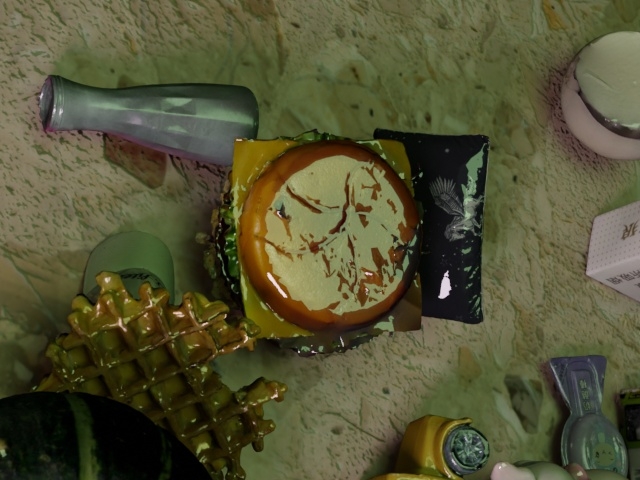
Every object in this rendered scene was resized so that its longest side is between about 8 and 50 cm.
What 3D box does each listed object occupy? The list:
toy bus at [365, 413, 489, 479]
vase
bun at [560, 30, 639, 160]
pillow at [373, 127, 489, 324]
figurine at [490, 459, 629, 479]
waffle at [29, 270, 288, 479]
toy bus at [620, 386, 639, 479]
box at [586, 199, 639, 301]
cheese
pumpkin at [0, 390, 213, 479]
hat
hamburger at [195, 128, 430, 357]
[{"bbox_3d":[0.088,0.345,1.335,0.123,0.121,0.335,14,68,-15],"label":"toy bus"},{"bbox_3d":[-0.175,-0.127,1.332,0.214,0.086,0.086,5,73,-27],"label":"vase"},{"bbox_3d":[0.391,-0.178,1.683,0.173,0.120,0.173,2,66,-5],"label":"bun"},{"bbox_3d":[0.118,-0.017,1.439,0.055,0.141,0.208,-2,97,-75],"label":"pillow"},{"bbox_3d":[0.237,0.292,1.416,0.235,0.155,0.127,21,78,-31],"label":"figurine"},{"bbox_3d":[-0.154,0.150,1.211,0.229,0.051,0.231,22,102,-21],"label":"waffle"},{"bbox_3d":[0.517,0.250,1.647,0.302,0.113,0.139,9,75,-32],"label":"toy bus"},{"bbox_3d":[0.532,0.043,1.651,0.330,0.210,0.095,24,64,-25],"label":"box"},{"bbox_3d":[0.322,0.232,1.564,0.105,0.042,0.191,-1,74,-34],"label":"cheese"},{"bbox_3d":[-0.224,0.280,1.065,0.323,0.241,0.323,-1,92,-26],"label":"pumpkin"},{"bbox_3d":[-0.170,0.070,1.282,0.122,0.081,0.166,23,54,-28],"label":"hat"},{"bbox_3d":[0.000,0.000,1.355,0.262,0.139,0.243,1,83,-20],"label":"hamburger"}]
